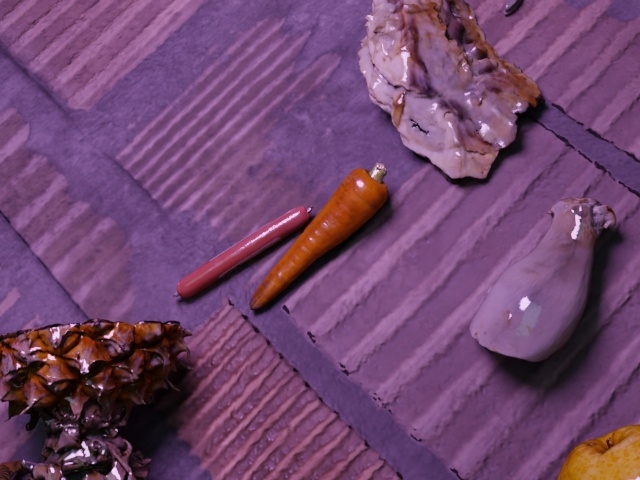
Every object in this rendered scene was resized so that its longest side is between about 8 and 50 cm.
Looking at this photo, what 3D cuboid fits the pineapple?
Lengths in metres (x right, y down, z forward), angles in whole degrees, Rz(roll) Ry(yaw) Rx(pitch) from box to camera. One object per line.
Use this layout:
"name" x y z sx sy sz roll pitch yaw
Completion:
"pineapple" -0.267 0.241 0.877 0.262 0.262 0.272 -9 79 11

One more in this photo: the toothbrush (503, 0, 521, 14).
"toothbrush" 0.324 -0.392 1.069 0.014 0.017 0.194 40 80 18

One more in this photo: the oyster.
"oyster" 0.149 -0.249 1.011 0.201 0.107 0.355 -30 65 -3

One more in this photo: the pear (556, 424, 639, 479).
"pear" 0.315 0.271 0.701 0.208 0.209 0.209 -5 68 12

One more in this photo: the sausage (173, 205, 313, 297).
"sausage" -0.104 0.015 1.010 0.223 0.029 0.029 -33 65 0

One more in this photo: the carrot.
"carrot" 0.000 0.000 0.983 0.257 0.061 0.061 -48 65 5

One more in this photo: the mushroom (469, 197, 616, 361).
"mushroom" 0.266 0.043 0.873 0.116 0.093 0.225 30 83 44

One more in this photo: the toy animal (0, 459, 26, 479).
"toy animal" -0.433 0.286 0.949 0.241 0.099 0.057 32 79 22
